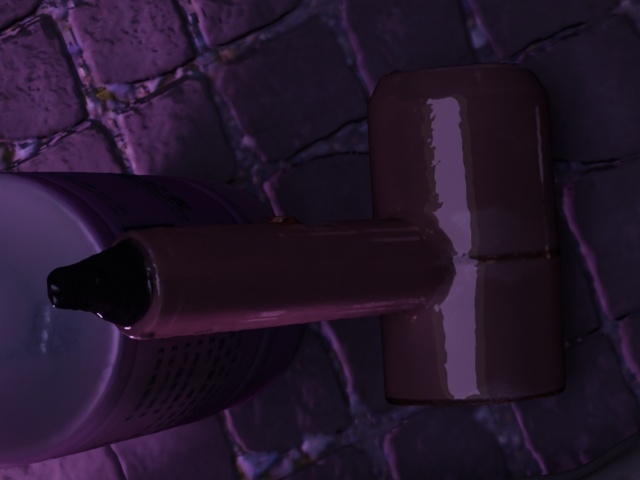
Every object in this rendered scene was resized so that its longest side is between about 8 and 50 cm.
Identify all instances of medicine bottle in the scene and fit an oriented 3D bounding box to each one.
[{"bbox_3d":[-0.119,0.037,1.033,0.152,0.254,0.152,1,92,21],"label":"medicine bottle"}]

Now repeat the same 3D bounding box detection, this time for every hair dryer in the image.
[{"bbox_3d":[0.000,0.000,0.950,0.106,0.344,0.189,-3,90,43],"label":"hair dryer"}]

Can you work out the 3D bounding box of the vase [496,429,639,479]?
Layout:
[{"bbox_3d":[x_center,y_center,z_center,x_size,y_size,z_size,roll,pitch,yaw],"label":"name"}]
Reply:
[{"bbox_3d":[0.040,0.207,1.040,0.360,0.165,0.165,-21,84,16],"label":"vase"}]
